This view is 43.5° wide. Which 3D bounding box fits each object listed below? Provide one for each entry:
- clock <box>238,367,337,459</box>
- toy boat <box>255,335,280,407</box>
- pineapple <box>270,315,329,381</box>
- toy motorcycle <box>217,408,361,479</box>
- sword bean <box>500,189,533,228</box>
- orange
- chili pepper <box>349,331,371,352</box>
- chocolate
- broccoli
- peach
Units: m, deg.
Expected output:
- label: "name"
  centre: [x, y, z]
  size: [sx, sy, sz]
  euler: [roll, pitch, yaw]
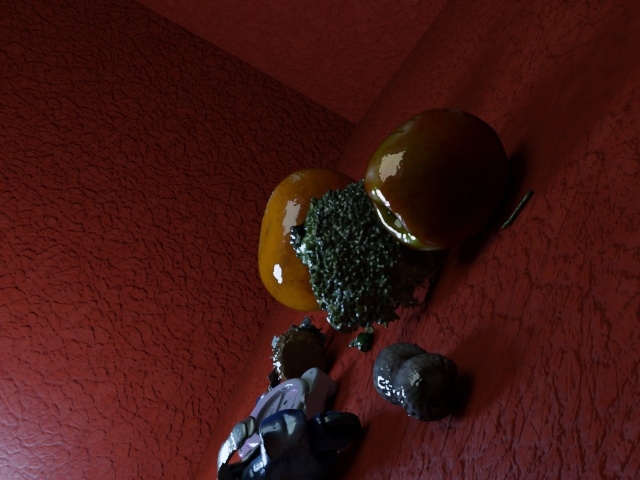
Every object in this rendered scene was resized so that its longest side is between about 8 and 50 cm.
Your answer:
- label: "clock"
  centre: [-0.084, 0.431, 1.931]
  size: [0.247, 0.090, 0.228]
  euler: [-31, 25, 39]
- label: "toy boat"
  centre: [-0.151, 0.435, 2.417]
  size: [0.210, 0.070, 0.292]
  euler: [112, 165, -85]
- label: "pineapple"
  centre: [-0.059, 0.297, 2.263]
  size: [0.166, 0.165, 0.364]
  euler: [-61, 5, 5]
- label: "toy motorcycle"
  centre: [-0.075, 0.442, 1.577]
  size: [0.241, 0.182, 0.319]
  euler: [-12, -37, -46]
- label: "sword bean"
  centre: [0.332, -0.052, 1.356]
  size: [0.083, 0.012, 0.012]
  euler: [-58, 8, 24]
- label: "orange"
  centre: [0.000, 0.000, 2.272]
  size: [0.424, 0.326, 0.424]
  euler: [-169, 90, -75]
- label: "chili pepper"
  centre: [0.097, 0.230, 1.870]
  size: [0.055, 0.035, 0.118]
  euler: [-46, 9, -9]
- label: "chocolate"
  centre: [0.148, 0.218, 1.264]
  size: [0.110, 0.110, 0.248]
  euler: [-63, 11, -8]
- label: "broccoli"
  centre: [0.098, 0.021, 1.716]
  size: [0.277, 0.339, 0.317]
  euler: [-33, -13, 4]
- label: "peach"
  centre: [0.234, -0.115, 1.489]
  size: [0.275, 0.249, 0.245]
  euler: [-46, 40, -10]
